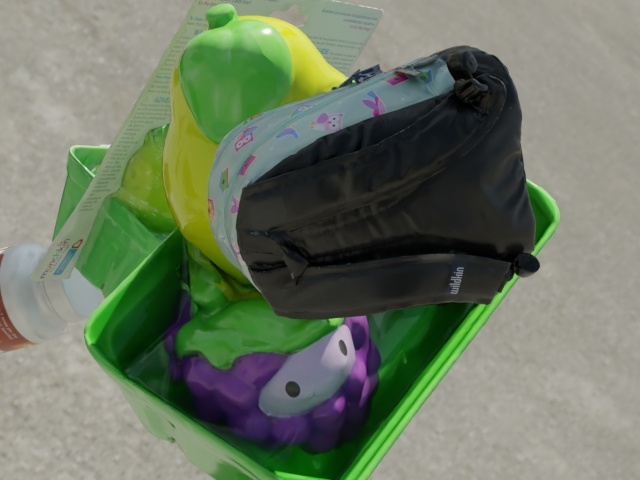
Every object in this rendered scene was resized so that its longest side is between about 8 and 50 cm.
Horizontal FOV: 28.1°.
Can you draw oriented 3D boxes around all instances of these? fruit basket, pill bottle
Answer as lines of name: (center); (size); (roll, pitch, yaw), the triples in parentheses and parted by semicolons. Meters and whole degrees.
fruit basket: (0.000, 0.000, 1.008); (0.283, 0.392, 0.392); (33, 29, 14)
fruit basket: (-0.112, -0.108, 1.301); (0.165, 0.353, 0.327); (37, 22, 24)
pill bottle: (-0.374, 0.072, 1.511); (0.121, 0.216, 0.121); (-15, 90, -71)

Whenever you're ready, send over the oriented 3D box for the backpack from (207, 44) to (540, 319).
backpack: (0.026, -0.027, 0.756); (0.182, 0.152, 0.115); (-19, 21, -12)
